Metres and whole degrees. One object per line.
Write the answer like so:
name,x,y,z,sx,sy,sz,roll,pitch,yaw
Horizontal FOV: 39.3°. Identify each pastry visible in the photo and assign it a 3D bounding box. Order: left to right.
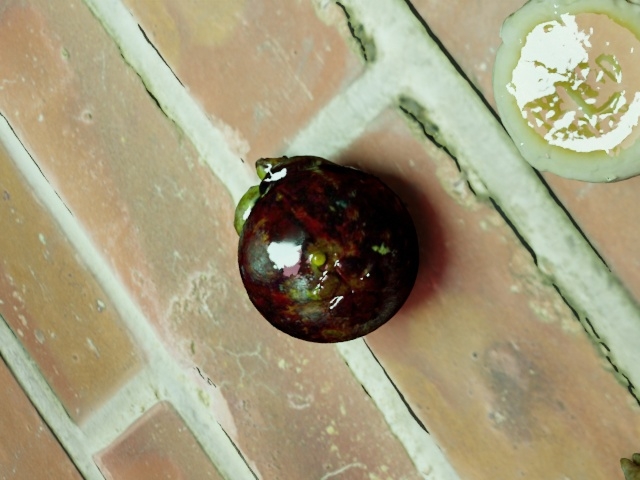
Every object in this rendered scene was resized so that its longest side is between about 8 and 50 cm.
pastry,0.207,-0.121,0.655,0.166,0.088,0.166,12,116,27

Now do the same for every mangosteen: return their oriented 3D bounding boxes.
mangosteen,0.001,0.009,0.808,0.184,0.172,0.172,11,119,68

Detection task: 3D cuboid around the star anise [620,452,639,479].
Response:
star anise,0.314,0.281,0.677,0.088,0.288,0.288,-29,90,-6
